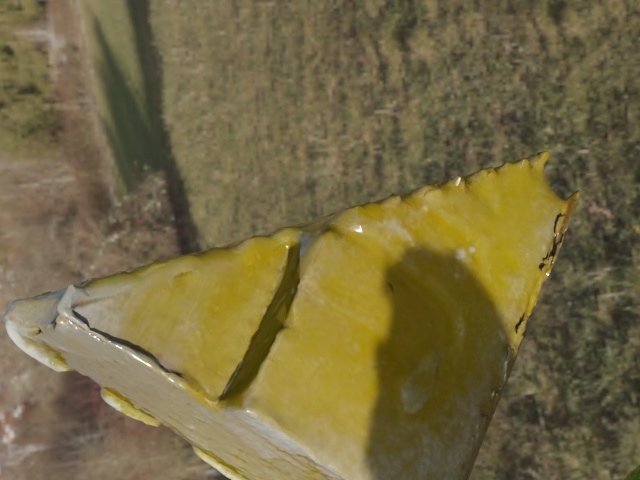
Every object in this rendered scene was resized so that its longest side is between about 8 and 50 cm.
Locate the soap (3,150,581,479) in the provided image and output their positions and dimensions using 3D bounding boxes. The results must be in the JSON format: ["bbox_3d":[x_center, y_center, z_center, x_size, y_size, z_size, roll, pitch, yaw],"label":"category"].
[{"bbox_3d":[0.000,0.000,0.736,0.169,0.304,0.338,-26,31,56],"label":"soap"}]

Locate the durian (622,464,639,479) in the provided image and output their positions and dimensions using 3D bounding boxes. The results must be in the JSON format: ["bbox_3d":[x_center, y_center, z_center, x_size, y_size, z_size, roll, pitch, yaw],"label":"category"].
[{"bbox_3d":[0.223,0.178,0.567,0.250,0.139,0.101,-51,8,1],"label":"durian"}]
